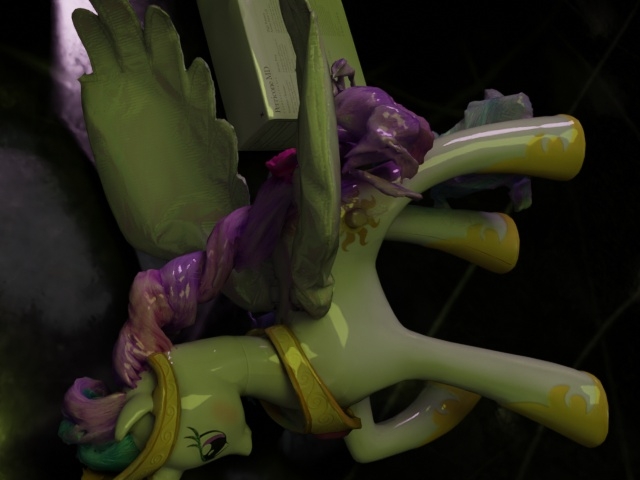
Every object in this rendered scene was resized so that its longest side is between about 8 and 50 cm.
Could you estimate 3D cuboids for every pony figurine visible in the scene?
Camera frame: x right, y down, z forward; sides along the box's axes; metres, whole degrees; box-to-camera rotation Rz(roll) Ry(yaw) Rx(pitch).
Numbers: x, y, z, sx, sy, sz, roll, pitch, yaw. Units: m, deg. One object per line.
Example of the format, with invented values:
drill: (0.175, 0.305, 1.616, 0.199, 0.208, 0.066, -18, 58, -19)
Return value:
pony figurine: (0.000, 0.000, 0.863, 0.364, 0.303, 0.350, -5, 91, -30)

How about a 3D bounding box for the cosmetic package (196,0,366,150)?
cosmetic package: (-0.042, -0.186, 1.053, 0.099, 0.060, 0.239, -2, 69, -36)
